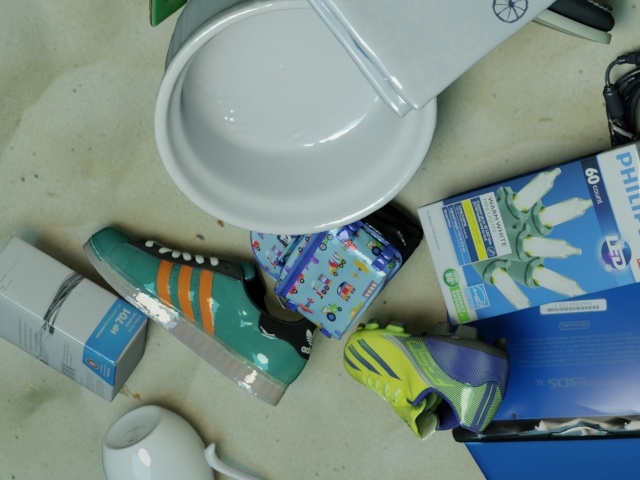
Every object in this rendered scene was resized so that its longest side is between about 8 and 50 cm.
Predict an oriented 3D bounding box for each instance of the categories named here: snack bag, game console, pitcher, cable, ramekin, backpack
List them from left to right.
[{"bbox_3d":[-0.161,0.297,1.877,0.178,0.125,0.207,-24,117,8],"label":"pitcher"},{"bbox_3d":[-0.029,-0.152,1.520,0.277,0.135,0.277,-3,128,-4],"label":"ramekin"},{"bbox_3d":[0.000,0.000,1.651,0.173,0.117,0.158,41,122,1],"label":"backpack"},{"bbox_3d":[0.094,-0.337,1.364,0.323,0.037,0.342,-38,89,-6],"label":"snack bag"},{"bbox_3d":[0.306,0.169,1.669,0.293,0.173,0.250,-5,82,23],"label":"game console"},{"bbox_3d":[0.371,-0.118,1.483,0.184,0.047,0.150,-2,115,22],"label":"cable"}]

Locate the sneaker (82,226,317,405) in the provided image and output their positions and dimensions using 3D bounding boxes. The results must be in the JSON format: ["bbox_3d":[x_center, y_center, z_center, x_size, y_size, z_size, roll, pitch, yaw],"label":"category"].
[{"bbox_3d":[-0.134,0.059,1.752,0.302,0.108,0.121,36,90,15],"label":"sneaker"}]

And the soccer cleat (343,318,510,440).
[{"bbox_3d":[0.097,0.152,1.626,0.093,0.121,0.289,19,168,-26],"label":"soccer cleat"}]

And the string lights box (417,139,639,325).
[{"bbox_3d":[0.238,-0.008,1.534,0.260,0.077,0.133,-17,91,38],"label":"string lights box"}]

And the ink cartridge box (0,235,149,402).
[{"bbox_3d":[-0.308,0.096,1.810,0.191,0.082,0.139,32,154,5],"label":"ink cartridge box"}]

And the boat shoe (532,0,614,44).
[{"bbox_3d":[0.142,-0.300,1.442,0.340,0.127,0.113,28,98,7],"label":"boat shoe"}]

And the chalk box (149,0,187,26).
[{"bbox_3d":[-0.163,-0.362,1.493,0.179,0.180,0.289,-2,116,23],"label":"chalk box"}]
